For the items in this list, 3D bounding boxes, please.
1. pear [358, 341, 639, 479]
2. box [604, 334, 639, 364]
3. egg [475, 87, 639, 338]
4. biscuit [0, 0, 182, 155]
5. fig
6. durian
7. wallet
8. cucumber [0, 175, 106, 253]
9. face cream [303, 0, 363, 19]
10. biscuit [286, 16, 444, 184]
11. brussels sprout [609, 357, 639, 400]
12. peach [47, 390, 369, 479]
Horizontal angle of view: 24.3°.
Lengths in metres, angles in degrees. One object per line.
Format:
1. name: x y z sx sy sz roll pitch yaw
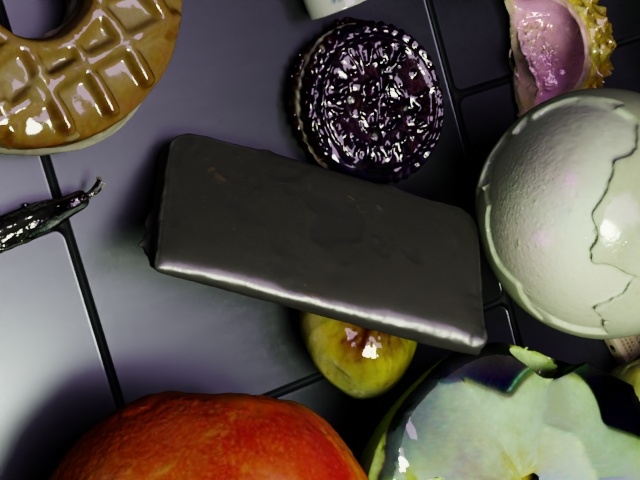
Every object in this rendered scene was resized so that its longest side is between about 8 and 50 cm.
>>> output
1. pear: 0.181 0.301 1.654 0.398 0.165 0.399 1 88 -31
2. box: 0.392 0.111 1.857 0.083 0.024 0.053 -38 107 -22
3. egg: 0.307 -0.032 1.629 0.336 0.278 0.278 19 77 -71
4. biscuit: -0.287 -0.241 1.444 0.332 0.103 0.332 0 89 -30
5. fig: 0.043 0.096 1.610 0.136 0.120 0.153 -3 88 -26
6. durian: 0.284 -0.226 1.769 0.132 0.165 0.182 -13 69 11
7. wallet: 0.000 0.000 1.554 0.377 0.051 0.197 15 47 -17
8. cucumber: -0.289 -0.021 1.479 0.163 0.043 0.039 -26 59 -29
9. face cream: -0.021 -0.368 1.605 0.077 0.077 0.250 -27 104 -26
10. biscuit: 0.052 -0.153 1.657 0.194 0.053 0.195 1 89 -30
11. brussels sprout: 0.453 0.223 1.810 0.223 0.161 0.223 -3 96 -24
12. peach: -0.111 0.325 1.426 0.372 0.290 0.373 5 79 -26
